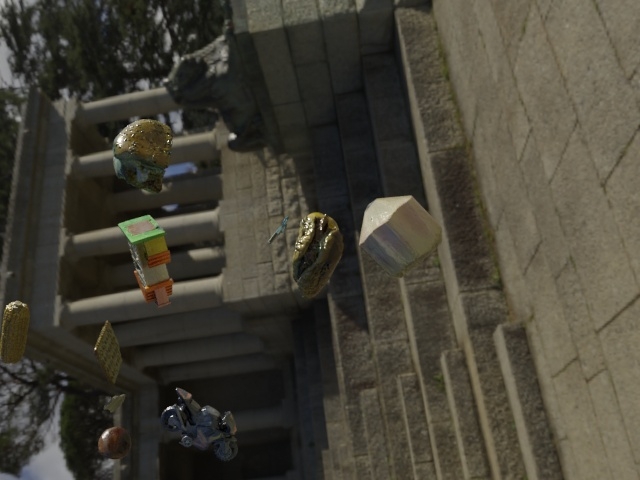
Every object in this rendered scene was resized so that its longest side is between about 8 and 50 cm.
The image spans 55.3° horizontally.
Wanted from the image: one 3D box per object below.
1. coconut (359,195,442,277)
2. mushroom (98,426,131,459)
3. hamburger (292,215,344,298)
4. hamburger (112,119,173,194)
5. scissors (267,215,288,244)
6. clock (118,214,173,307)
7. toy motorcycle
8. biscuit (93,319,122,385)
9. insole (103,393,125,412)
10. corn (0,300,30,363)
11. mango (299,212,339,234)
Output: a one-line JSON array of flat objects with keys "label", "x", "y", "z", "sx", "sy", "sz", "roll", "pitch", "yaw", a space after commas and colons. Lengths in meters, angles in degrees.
[{"label": "coconut", "x": 0.238, "y": -0.027, "z": 1.918, "sx": 0.244, "sy": 0.239, "sz": 0.239, "roll": 49, "pitch": -179, "yaw": 6}, {"label": "mushroom", "x": -0.741, "y": 0.730, "z": 2.206, "sx": 0.123, "sy": 0.123, "sz": 0.052, "roll": -95, "pitch": 21, "yaw": -49}, {"label": "hamburger", "x": -0.003, "y": 0.046, "z": 1.614, "sx": 0.206, "sy": 0.130, "sz": 0.183, "roll": 91, "pitch": -164, "yaw": -49}, {"label": "hamburger", "x": -0.569, "y": -0.275, "z": 1.951, "sx": 0.167, "sy": 0.192, "sz": 0.288, "roll": -54, "pitch": 30, "yaw": 33}, {"label": "scissors", "x": -0.124, "y": -0.024, "z": 1.813, "sx": 0.119, "sy": 0.014, "sz": 0.058, "roll": -55, "pitch": -13, "yaw": -44}, {"label": "clock", "x": -0.544, "y": 0.072, "z": 1.965, "sx": 0.220, "sy": 0.106, "sz": 0.255, "roll": 31, "pitch": 136, "yaw": 57}, {"label": "toy motorcycle", "x": -0.413, "y": 0.656, "z": 2.181, "sx": 0.173, "sy": 0.307, "sz": 0.108, "roll": -58, "pitch": 4, "yaw": 4}, {"label": "biscuit", "x": -0.659, "y": 0.353, "z": 1.914, "sx": 0.203, "sy": 0.016, "sz": 0.144, "roll": -112, "pitch": 3, "yaw": -71}, {"label": "insole", "x": -0.584, "y": 0.463, "z": 1.743, "sx": 0.010, "sy": 0.063, "sz": 0.192, "roll": 39, "pitch": 163, "yaw": 3}, {"label": "corn", "x": -0.983, "y": 0.298, "z": 1.967, "sx": 0.080, "sy": 0.080, "sz": 0.238, "roll": -91, "pitch": 17, "yaw": -64}, {"label": "mango", "x": 0.000, "y": 0.000, "z": 2.042, "sx": 0.098, "sy": 0.137, "sz": 0.195, "roll": -138, "pitch": 36, "yaw": -62}]
